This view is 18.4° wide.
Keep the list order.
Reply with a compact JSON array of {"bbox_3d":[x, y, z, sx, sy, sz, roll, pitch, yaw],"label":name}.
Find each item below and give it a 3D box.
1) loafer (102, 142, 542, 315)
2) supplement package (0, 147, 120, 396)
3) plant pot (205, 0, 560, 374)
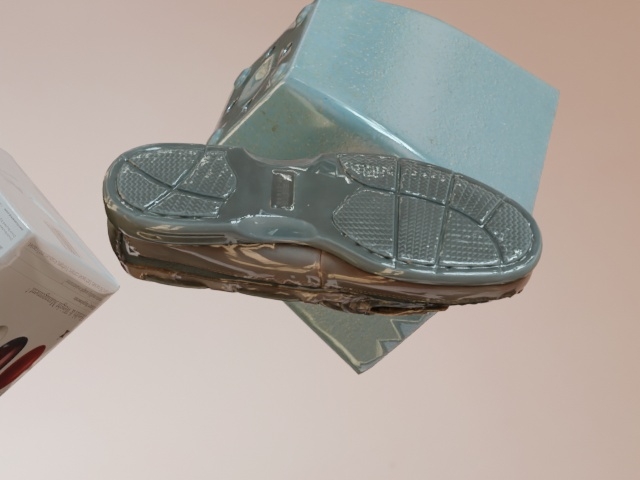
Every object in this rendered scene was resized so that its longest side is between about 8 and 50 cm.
[{"bbox_3d":[0.000,0.000,1.217,0.084,0.267,0.096,95,6,-48],"label":"loafer"},{"bbox_3d":[-0.287,0.031,1.405,0.149,0.203,0.194,48,1,18],"label":"supplement package"},{"bbox_3d":[0.038,-0.081,1.856,0.248,0.252,0.247,-42,-163,37],"label":"plant pot"}]
